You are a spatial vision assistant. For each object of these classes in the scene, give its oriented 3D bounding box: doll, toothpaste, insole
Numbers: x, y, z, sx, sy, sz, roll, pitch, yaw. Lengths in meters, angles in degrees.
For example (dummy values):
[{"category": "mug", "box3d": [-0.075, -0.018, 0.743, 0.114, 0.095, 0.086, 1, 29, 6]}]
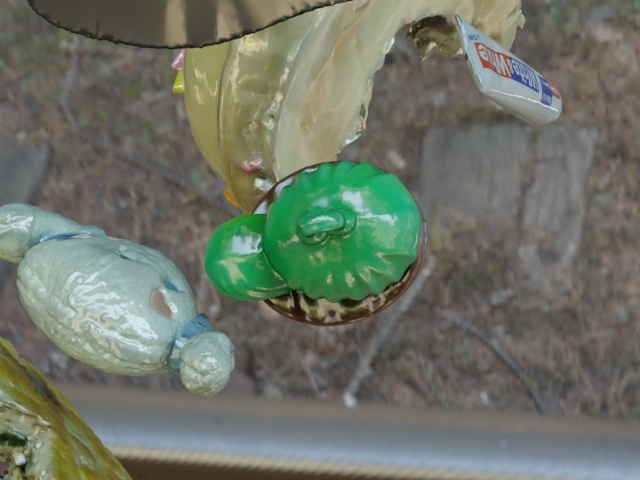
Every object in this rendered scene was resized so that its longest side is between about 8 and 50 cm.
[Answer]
[{"category": "doll", "box3d": [-0.131, 0.039, 1.147, 0.214, 0.103, 0.071, 31, 108, 30]}, {"category": "toothpaste", "box3d": [0.122, -0.101, 1.168, 0.033, 0.218, 0.052, -21, 79, 17]}, {"category": "insole", "box3d": [-0.034, -0.183, 1.095, 0.348, 0.119, 0.009, -7, 19, 22]}]

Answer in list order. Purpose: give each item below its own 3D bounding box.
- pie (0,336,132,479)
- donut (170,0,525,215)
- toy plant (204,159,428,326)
[{"category": "pie", "box3d": [-0.276, 0.176, 1.698, 0.075, 0.337, 0.337, -43, 56, 3]}, {"category": "donut", "box3d": [0.021, -0.197, 1.579, 0.150, 0.307, 0.371, 31, 61, 32]}, {"category": "toy plant", "box3d": [0.000, 0.000, 1.139, 0.143, 0.200, 0.105, -11, 81, 14]}]
